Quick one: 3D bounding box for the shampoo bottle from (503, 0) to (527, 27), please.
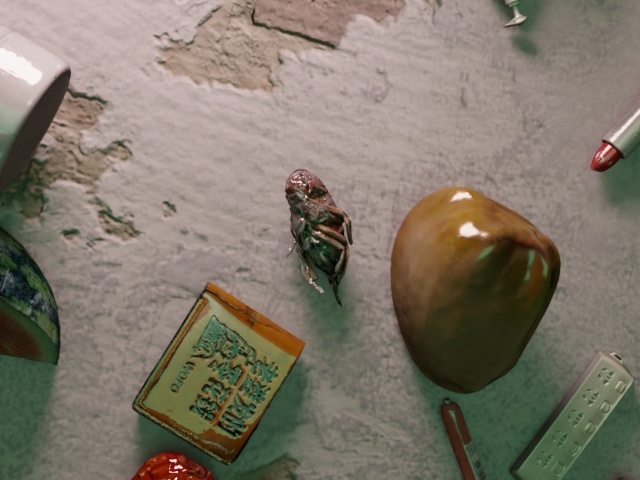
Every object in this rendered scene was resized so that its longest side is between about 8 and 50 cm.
[{"bbox_3d":[0.241,-0.355,1.238,0.077,0.045,0.151,-21,95,-7],"label":"shampoo bottle"}]

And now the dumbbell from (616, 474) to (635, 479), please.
[{"bbox_3d":[0.485,0.345,1.309,0.254,0.081,0.081,-17,97,-5],"label":"dumbbell"}]

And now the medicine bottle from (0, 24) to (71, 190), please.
[{"bbox_3d":[-0.476,-0.210,1.074,0.340,0.208,0.208,30,90,-9],"label":"medicine bottle"}]

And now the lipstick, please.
[{"bbox_3d":[0.429,-0.162,1.277,0.063,0.057,0.186,43,94,-9],"label":"lipstick"}]

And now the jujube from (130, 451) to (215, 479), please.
[{"bbox_3d":[-0.211,0.354,1.211,0.176,0.109,0.112,-50,63,7],"label":"jujube"}]

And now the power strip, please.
[{"bbox_3d":[0.342,0.262,1.310,0.060,0.027,0.252,37,89,-9],"label":"power strip"}]

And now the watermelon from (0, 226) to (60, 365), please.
[{"bbox_3d":[-0.407,0.075,1.191,0.202,0.136,0.207,-5,129,29],"label":"watermelon"}]

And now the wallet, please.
[{"bbox_3d":[-0.130,0.178,1.234,0.161,0.042,0.195,32,90,-9],"label":"wallet"}]

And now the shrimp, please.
[{"bbox_3d":[0.000,0.000,1.226,0.073,0.075,0.190,-26,110,-37],"label":"shrimp"}]

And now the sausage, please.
[{"bbox_3d":[0.208,0.317,1.296,0.029,0.029,0.223,-20,97,-5],"label":"sausage"}]

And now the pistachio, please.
[{"bbox_3d":[0.180,0.067,1.218,0.213,0.163,0.260,32,113,29],"label":"pistachio"}]
